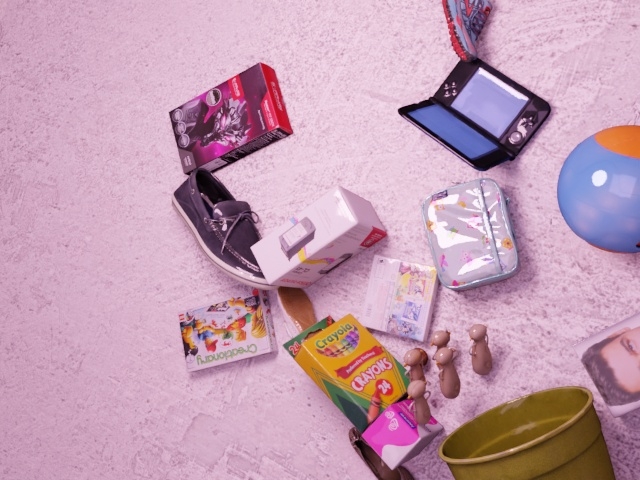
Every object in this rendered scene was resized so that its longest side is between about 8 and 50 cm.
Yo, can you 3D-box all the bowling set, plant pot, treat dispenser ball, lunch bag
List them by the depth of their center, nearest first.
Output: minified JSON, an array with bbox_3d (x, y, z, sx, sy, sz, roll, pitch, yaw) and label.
[{"bbox_3d":[0.503,0.567,1.479,0.366,0.366,0.353,-26,85,20],"label":"plant pot"},{"bbox_3d":[0.682,-0.113,1.486,0.288,0.288,0.288,-3,82,25],"label":"treat dispenser ball"},{"bbox_3d":[0.274,0.303,1.672,0.200,0.287,0.154,24,139,47],"label":"bowling set"},{"bbox_3d":[0.392,-0.020,1.711,0.224,0.108,0.279,-17,77,23],"label":"lunch bag"}]

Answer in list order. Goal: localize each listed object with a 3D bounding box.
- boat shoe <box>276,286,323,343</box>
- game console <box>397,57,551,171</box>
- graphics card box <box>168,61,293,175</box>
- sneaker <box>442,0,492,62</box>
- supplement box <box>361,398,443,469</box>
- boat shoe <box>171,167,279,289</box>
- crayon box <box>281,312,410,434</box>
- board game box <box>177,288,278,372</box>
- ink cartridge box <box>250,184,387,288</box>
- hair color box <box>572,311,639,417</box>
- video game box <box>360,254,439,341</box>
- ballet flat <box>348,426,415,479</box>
[{"bbox_3d":[-0.064,0.244,1.902,0.277,0.098,0.096,61,140,30],"label":"boat shoe"},{"bbox_3d":[0.397,-0.338,1.713,0.293,0.173,0.250,41,102,23],"label":"game console"},{"bbox_3d":[-0.288,-0.372,2.085,0.371,0.094,0.233,-22,75,22],"label":"graphics card box"},{"bbox_3d":[0.401,-0.603,1.774,0.125,0.104,0.262,-11,71,10],"label":"sneaker"},{"bbox_3d":[0.211,0.482,1.671,0.111,0.220,0.114,45,103,23],"label":"supplement box"},{"bbox_3d":[-0.273,-0.040,1.972,0.500,0.187,0.156,47,117,31],"label":"boat shoe"},{"bbox_3d":[0.075,0.328,1.755,0.318,0.202,0.081,43,136,20],"label":"crayon box"},{"bbox_3d":[-0.287,0.277,2.025,0.305,0.053,0.193,-18,77,22],"label":"board game box"},{"bbox_3d":[0.000,0.000,1.829,0.306,0.226,0.131,-36,69,18],"label":"ink cartridge box"},{"bbox_3d":[0.788,0.233,1.490,0.374,0.113,0.185,-32,71,19],"label":"hair color box"},{"bbox_3d":[0.218,0.154,1.806,0.187,0.048,0.205,12,89,28],"label":"video game box"},{"bbox_3d":[0.162,0.599,1.770,0.084,0.058,0.250,-48,67,13],"label":"ballet flat"}]
